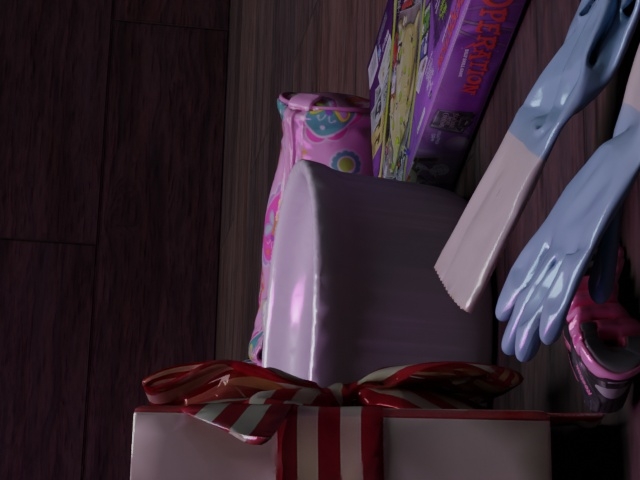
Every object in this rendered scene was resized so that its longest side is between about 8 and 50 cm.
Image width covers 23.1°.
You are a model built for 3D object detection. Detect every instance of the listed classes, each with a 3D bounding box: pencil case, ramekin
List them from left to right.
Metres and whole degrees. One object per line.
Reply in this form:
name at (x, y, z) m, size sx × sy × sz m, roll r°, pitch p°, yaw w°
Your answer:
pencil case at (0.000, 0.000, 1.504) m, size 0.124 × 0.124 × 0.284 m, roll -127°, pitch 44°, yaw -77°
ramekin at (0.037, 0.081, 1.193) m, size 0.277 × 0.135 × 0.277 m, roll -175°, pitch 90°, yaw -81°

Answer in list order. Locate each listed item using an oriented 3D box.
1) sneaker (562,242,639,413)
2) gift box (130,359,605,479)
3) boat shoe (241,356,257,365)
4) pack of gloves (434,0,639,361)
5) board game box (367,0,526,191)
sneaker at (0.144, 0.043, 0.840) m, size 0.119 × 0.047 × 0.057 m, roll -94°, pitch 0°, yaw -48°
gift box at (0.022, 0.196, 0.891) m, size 0.276 × 0.255 × 0.258 m, roll 108°, pitch 163°, yaw -78°
boat shoe at (-0.028, 0.257, 1.641) m, size 0.119 × 0.121 × 0.335 m, roll -45°, pitch -40°, yaw -51°
pack of gloves at (0.146, -0.050, 0.806) m, size 0.232 × 0.046 × 0.195 m, roll -63°, pitch 12°, yaw 11°
board game box at (0.093, -0.165, 1.240) m, size 0.347 × 0.056 × 0.208 m, roll 107°, pitch 168°, yaw -56°
